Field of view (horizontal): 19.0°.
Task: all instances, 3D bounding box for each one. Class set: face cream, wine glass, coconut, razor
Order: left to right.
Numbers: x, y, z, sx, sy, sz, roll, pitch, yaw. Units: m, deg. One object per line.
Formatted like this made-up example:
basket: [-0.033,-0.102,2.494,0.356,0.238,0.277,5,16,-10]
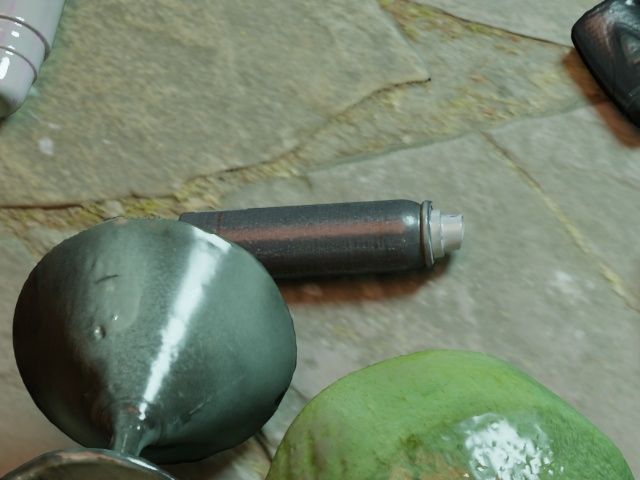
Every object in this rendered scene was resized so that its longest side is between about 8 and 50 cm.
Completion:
face cream: [-0.324,-0.289,2.103,0.102,0.102,0.345,3,61,13]
wine glass: [-0.161,0.166,1.603,0.267,0.267,0.406,-9,21,5]
face cream: [0.000,0.000,1.888,0.283,0.073,0.073,-3,60,9]
coconut: [0.103,0.238,1.621,0.328,0.281,0.328,-41,25,25]
razor: [0.321,-0.181,1.943,0.090,0.054,0.148,-30,58,-7]
